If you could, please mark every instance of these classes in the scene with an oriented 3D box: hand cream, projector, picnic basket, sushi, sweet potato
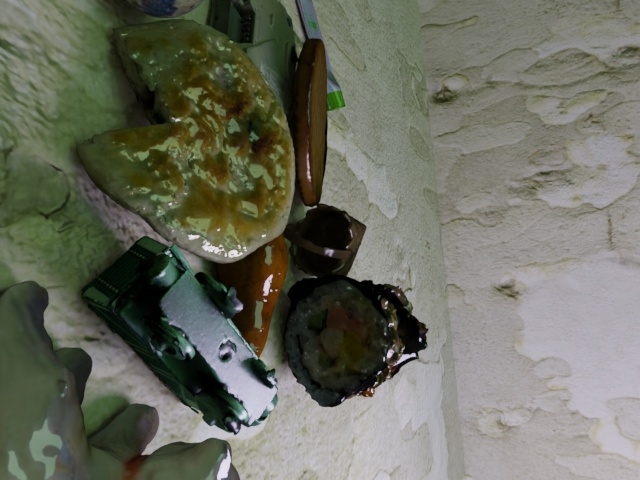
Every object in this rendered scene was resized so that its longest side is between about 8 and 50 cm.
[{"bbox_3d":[-0.003,-0.440,1.271,0.079,0.050,0.275,-120,-166,-83],"label":"hand cream"},{"bbox_3d":[-0.107,-0.313,0.943,0.193,0.088,0.269,34,53,-55],"label":"projector"},{"bbox_3d":[0.000,0.000,1.021,0.178,0.128,0.137,13,100,-59],"label":"picnic basket"},{"bbox_3d":[0.065,0.173,0.993,0.219,0.238,0.225,3,72,-48],"label":"sushi"},{"bbox_3d":[-0.103,0.024,0.824,0.112,0.112,0.359,8,74,-64],"label":"sweet potato"}]

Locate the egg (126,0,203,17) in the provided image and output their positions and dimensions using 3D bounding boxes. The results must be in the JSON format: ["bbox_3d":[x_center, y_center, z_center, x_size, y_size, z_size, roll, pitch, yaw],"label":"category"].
[{"bbox_3d":[-0.202,-0.371,0.692,0.141,0.141,0.181,36,41,-58],"label":"egg"}]

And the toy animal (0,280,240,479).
[{"bbox_3d":[-0.196,0.187,0.499,0.266,0.188,0.307,4,83,-56],"label":"toy animal"}]

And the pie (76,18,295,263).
[{"bbox_3d":[-0.147,-0.132,0.721,0.337,0.075,0.337,16,65,-39],"label":"pie"}]

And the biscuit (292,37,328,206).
[{"bbox_3d":[-0.017,-0.222,1.049,0.318,0.040,0.317,2,90,-85],"label":"biscuit"}]

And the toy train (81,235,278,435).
[{"bbox_3d":[-0.147,0.118,0.627,0.115,0.154,0.269,-52,133,-29],"label":"toy train"}]
